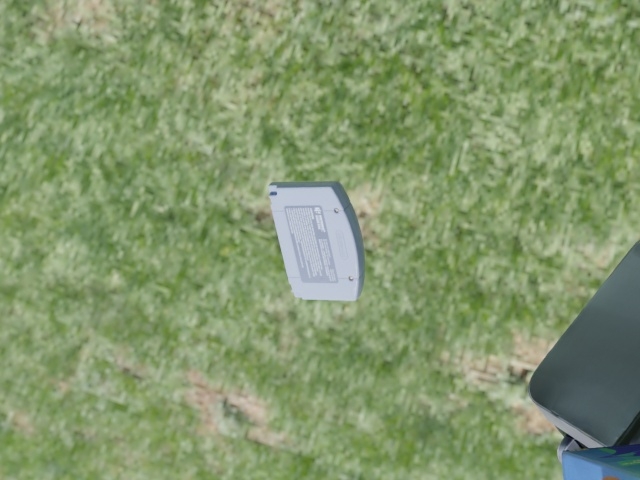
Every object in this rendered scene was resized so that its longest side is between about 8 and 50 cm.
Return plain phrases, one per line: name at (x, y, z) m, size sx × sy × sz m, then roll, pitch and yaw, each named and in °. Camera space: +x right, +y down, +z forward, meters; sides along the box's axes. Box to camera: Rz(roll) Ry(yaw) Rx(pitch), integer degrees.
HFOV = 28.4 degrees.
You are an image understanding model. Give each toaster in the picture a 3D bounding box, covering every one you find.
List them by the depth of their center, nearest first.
toaster at (0.244, 0.101, 0.822) m, size 0.110 × 0.186 × 0.168 m, roll 23°, pitch 159°, yaw 53°

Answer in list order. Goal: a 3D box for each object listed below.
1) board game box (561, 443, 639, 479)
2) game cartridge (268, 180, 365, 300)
board game box at (0.212, 0.119, 0.583) m, size 0.160 × 0.047 × 0.210 m, roll -5°, pitch 175°, yaw -2°
game cartridge at (0.000, 0.000, 0.819) m, size 0.056 × 0.017 × 0.083 m, roll 3°, pitch 119°, yaw 29°
